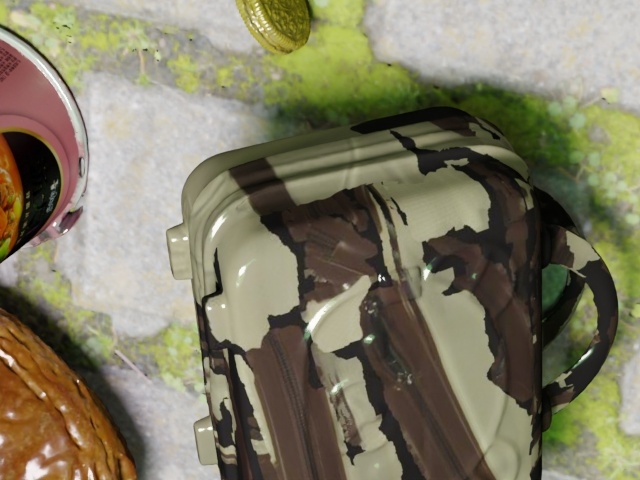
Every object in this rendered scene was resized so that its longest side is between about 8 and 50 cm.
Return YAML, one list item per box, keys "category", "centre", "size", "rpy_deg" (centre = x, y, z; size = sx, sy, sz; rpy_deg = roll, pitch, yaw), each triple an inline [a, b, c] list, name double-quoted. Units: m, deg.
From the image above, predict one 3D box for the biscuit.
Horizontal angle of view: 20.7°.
- category: "biscuit"
  centre: [-0.038, -0.185, 1.370]
  size: [0.023, 0.084, 0.084]
  rpy_deg: [-21, 107, 26]

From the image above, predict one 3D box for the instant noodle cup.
- category: "instant noodle cup"
  centre: [-0.343, -0.038, 1.437]
  size: [0.244, 0.255, 0.244]
  rpy_deg: [6, 118, 12]

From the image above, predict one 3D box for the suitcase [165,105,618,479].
- category: "suitcase"
  centre: [0.063, 0.071, 1.383]
  size: [0.339, 0.194, 0.352]
  rpy_deg: [-14, 123, -13]

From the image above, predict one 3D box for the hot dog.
- category: "hot dog"
  centre: [-0.343, 0.182, 1.572]
  size: [0.387, 0.174, 0.267]
  rpy_deg: [28, 132, -17]
